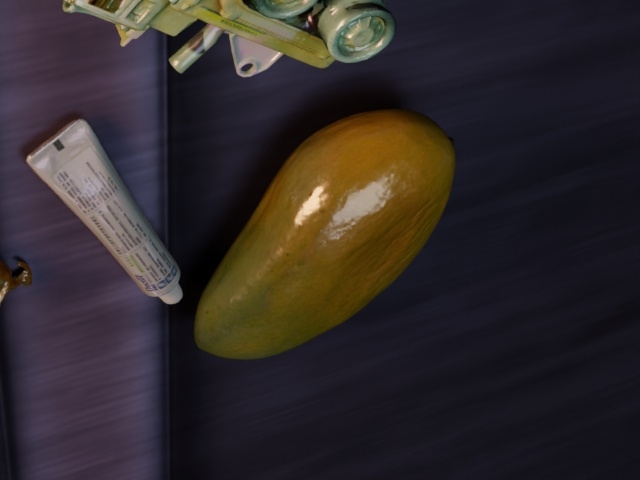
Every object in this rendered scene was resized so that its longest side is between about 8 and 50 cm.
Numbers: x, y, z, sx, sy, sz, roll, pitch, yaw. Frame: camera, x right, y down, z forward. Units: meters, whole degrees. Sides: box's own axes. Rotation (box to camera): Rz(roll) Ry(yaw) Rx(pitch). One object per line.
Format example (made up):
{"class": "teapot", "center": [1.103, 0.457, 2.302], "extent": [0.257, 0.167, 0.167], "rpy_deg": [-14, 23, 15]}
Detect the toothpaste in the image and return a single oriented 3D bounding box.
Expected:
{"class": "toothpaste", "center": [-0.140, -0.013, 1.176], "extent": [0.048, 0.029, 0.197], "rpy_deg": [-39, 139, -6]}

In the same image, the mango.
{"class": "mango", "center": [0.006, 0.000, 1.261], "extent": [0.137, 0.091, 0.237], "rpy_deg": [16, 122, -40]}

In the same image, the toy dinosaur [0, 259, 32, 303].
{"class": "toy dinosaur", "center": [-0.233, 0.025, 1.136], "extent": [0.041, 0.026, 0.113], "rpy_deg": [-56, 149, 9]}

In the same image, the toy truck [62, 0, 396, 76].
{"class": "toy truck", "center": [-0.085, -0.165, 1.001], "extent": [0.135, 0.128, 0.259], "rpy_deg": [-40, 144, 23]}
